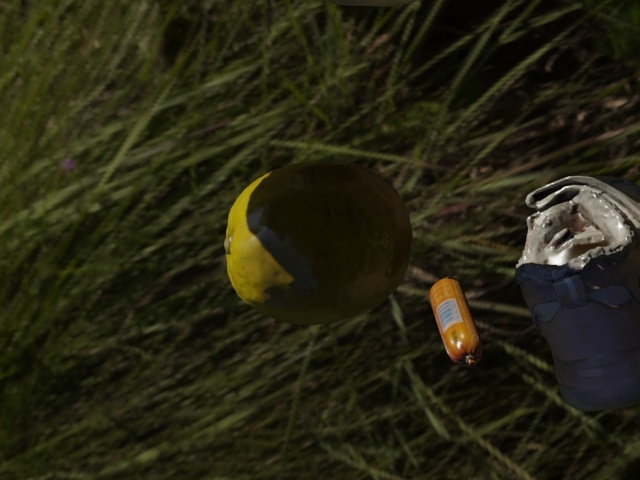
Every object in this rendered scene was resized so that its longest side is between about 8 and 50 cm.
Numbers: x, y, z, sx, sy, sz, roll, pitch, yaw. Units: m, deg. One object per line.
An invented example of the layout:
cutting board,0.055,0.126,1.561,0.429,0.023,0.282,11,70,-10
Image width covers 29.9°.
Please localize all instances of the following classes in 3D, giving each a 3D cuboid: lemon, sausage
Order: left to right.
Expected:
lemon,0.000,0.000,1.200,0.170,0.207,0.170,31,125,58
sausage,0.110,0.069,0.961,0.107,0.031,0.031,-98,6,-60

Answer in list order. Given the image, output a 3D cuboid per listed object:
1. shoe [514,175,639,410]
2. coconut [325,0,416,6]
shoe,0.311,0.008,1.330,0.171,0.351,0.198,-18,122,18
coconut,0.062,-0.380,1.317,0.244,0.247,0.245,12,112,31
